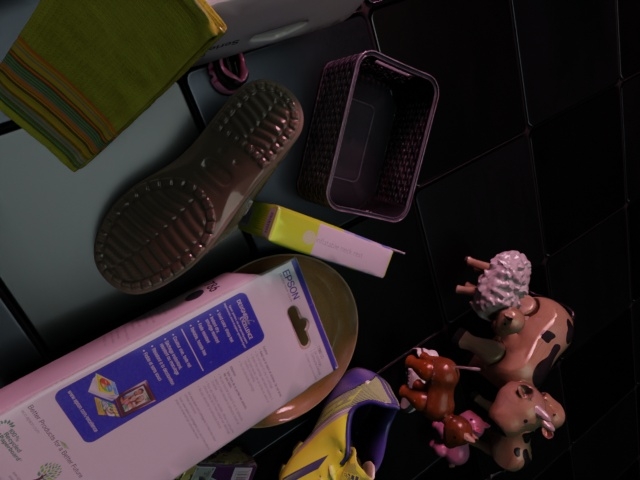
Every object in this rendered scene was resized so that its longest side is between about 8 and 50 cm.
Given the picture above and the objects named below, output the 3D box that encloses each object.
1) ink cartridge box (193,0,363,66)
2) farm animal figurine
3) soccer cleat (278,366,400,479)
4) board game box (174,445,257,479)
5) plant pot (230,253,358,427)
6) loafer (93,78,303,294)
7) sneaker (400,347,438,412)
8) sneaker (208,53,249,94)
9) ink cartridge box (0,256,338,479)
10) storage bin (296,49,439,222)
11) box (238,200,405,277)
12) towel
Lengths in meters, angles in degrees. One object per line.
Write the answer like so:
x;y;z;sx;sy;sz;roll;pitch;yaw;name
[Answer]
-0.080;-0.329;0.369;0.211;0.121;0.289;-28;101;-20;ink cartridge box
0.296;0.221;0.683;0.330;0.172;0.327;39;76;-41;farm animal figurine
0.018;0.319;0.610;0.093;0.121;0.289;25;90;-30;soccer cleat
-0.231;0.423;0.550;0.208;0.056;0.347;18;94;-34;board game box
-0.059;0.128;0.575;0.236;0.032;0.236;-7;106;-26;plant pot
-0.119;-0.047;0.466;0.268;0.092;0.102;-42;89;3;loafer
0.148;0.222;0.707;0.044;0.040;0.109;24;85;-20;sneaker
-0.104;-0.213;0.454;0.047;0.057;0.119;-28;113;-17;sneaker
-0.150;0.154;0.473;0.333;0.065;0.165;-27;111;-21;ink cartridge box
0.056;-0.123;0.544;0.122;0.084;0.180;10;98;-29;storage bin
0.000;0.000;0.530;0.178;0.109;0.042;20;89;-30;box
-0.184;-0.138;0.349;0.102;0.237;0.021;44;43;-29;towel
